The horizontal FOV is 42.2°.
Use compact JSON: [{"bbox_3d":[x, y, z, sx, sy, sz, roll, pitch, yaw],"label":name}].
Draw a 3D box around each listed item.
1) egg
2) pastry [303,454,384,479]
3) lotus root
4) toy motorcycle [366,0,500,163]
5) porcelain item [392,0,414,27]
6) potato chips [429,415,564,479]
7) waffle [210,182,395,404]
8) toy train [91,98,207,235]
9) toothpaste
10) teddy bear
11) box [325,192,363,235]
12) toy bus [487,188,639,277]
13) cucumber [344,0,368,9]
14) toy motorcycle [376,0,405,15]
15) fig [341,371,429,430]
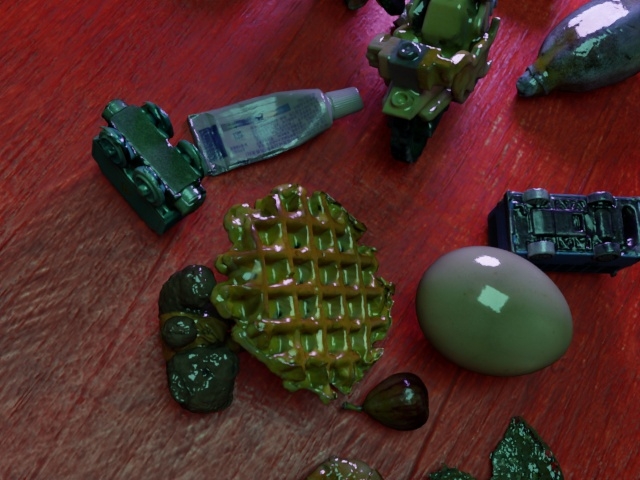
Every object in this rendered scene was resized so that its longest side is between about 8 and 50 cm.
[{"bbox_3d":[0.263,0.110,1.246,0.254,0.188,0.188,19,67,-14],"label":"egg"},{"bbox_3d":[0.032,0.375,1.149,0.153,0.081,0.153,7,59,-12],"label":"pastry"},{"bbox_3d":[0.494,-0.351,1.503,0.322,0.140,0.158,-28,80,-19],"label":"lotus root"},{"bbox_3d":[0.203,-0.330,1.372,0.169,0.237,0.410,16,65,22],"label":"toy motorcycle"},{"bbox_3d":[0.178,-0.443,1.496,0.021,0.075,0.136,37,106,-19],"label":"porcelain item"},{"bbox_3d":[0.271,0.376,1.238,0.220,0.029,0.202,-10,76,-20],"label":"potato chips"},{"bbox_3d":[-0.014,0.064,1.187,0.325,0.068,0.302,51,47,-21],"label":"waffle"},{"bbox_3d":[-0.250,-0.109,1.213,0.107,0.154,0.198,-39,85,-27],"label":"toy train"},{"bbox_3d":[-0.066,-0.190,1.347,0.282,0.068,0.099,-19,46,-10],"label":"toothpaste"},{"bbox_3d":[-0.166,0.145,1.158,0.140,0.177,0.190,-14,67,28],"label":"teddy bear"},{"bbox_3d":[0.000,0.000,1.308,0.090,0.023,0.133,39,66,3],"label":"box"},{"bbox_3d":[0.401,-0.010,1.355,0.234,0.133,0.116,2,70,-8],"label":"toy bus"},{"bbox_3d":[0.043,-0.464,1.477,0.048,0.048,0.105,-28,77,-22],"label":"cucumber"},{"bbox_3d":[0.085,-0.557,1.445,0.142,0.206,0.342,-13,53,23],"label":"toy motorcycle"},{"bbox_3d":[0.096,0.241,1.224,0.125,0.089,0.089,-9,71,11],"label":"fig"}]
